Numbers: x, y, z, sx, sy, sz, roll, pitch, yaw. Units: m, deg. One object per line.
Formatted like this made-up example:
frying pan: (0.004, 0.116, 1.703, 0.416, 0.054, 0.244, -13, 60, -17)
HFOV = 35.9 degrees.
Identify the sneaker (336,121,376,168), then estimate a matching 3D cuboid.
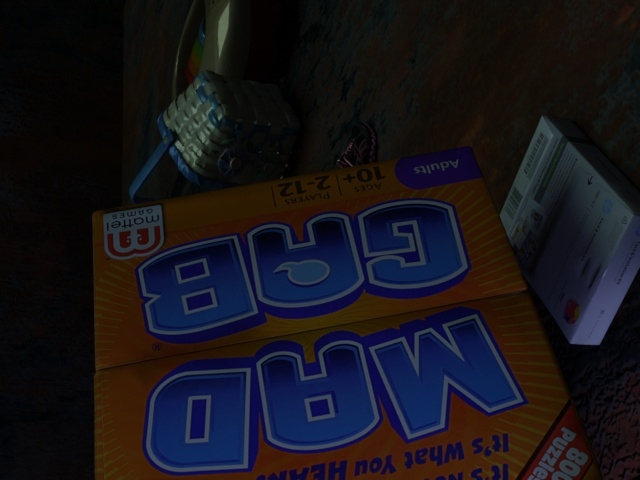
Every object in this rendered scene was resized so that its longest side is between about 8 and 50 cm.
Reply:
sneaker: (0.051, -0.125, 1.457, 0.047, 0.057, 0.119, 126, 145, -57)

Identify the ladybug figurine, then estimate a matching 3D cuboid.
ladybug figurine: (-0.184, -0.373, 1.988, 0.449, 0.161, 0.305, 128, 142, -56)

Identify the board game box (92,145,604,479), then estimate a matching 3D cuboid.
board game box: (0.008, 0.185, 0.915, 0.357, 0.356, 0.356, 83, 176, -49)

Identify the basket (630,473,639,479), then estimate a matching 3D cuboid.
basket: (0.270, 0.135, 0.590, 0.299, 0.213, 0.223, 117, 150, -44)

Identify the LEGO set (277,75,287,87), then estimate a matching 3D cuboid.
LEGO set: (-0.077, -0.273, 1.889, 0.083, 0.023, 0.054, -66, 26, 10)

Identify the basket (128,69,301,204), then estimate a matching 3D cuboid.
basket: (-0.192, -0.157, 1.819, 0.289, 0.254, 0.201, -51, 52, 38)

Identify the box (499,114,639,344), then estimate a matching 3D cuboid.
box: (0.241, -0.014, 0.954, 0.186, 0.038, 0.145, -113, 34, -53)
